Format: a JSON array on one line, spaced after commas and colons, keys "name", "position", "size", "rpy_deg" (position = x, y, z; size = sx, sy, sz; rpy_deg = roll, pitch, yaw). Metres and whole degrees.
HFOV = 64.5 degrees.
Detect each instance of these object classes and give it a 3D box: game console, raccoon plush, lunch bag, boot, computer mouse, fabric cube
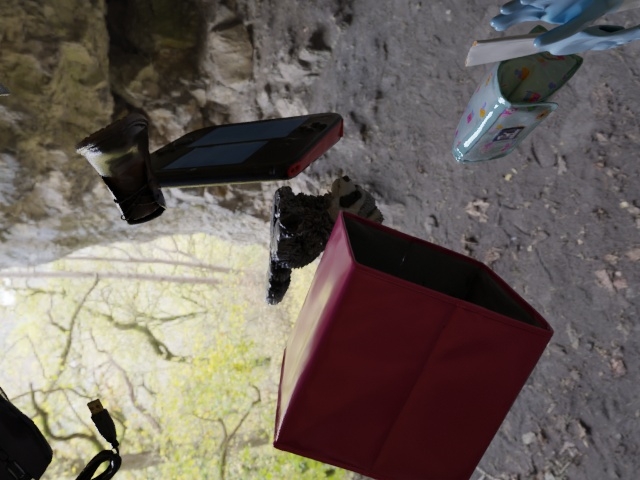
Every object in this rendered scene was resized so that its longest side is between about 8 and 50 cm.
[{"name": "game console", "position": [-0.169, -0.181, 1.008], "size": [0.387, 0.342, 0.060], "rpy_deg": [-2, 113, 22]}, {"name": "raccoon plush", "position": [0.000, 0.000, 1.513], "size": [0.446, 0.300, 0.216], "rpy_deg": [107, 160, -46]}, {"name": "lunch bag", "position": [0.411, -0.300, 1.112], "size": [0.160, 0.262, 0.223], "rpy_deg": [40, 153, 4]}, {"name": "boot", "position": [-0.209, -0.074, 0.576], "size": [0.106, 0.082, 0.219], "rpy_deg": [61, 167, -11]}, {"name": "computer mouse", "position": [-0.374, 0.253, 0.657], "size": [0.060, 0.184, 0.261], "rpy_deg": [-18, 104, 52]}, {"name": "fabric cube", "position": [0.103, 0.142, 0.701], "size": [0.254, 0.259, 0.258], "rpy_deg": [-97, 28, -74]}]

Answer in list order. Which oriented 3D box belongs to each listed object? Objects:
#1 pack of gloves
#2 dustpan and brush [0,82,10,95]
[{"name": "pack of gloves", "position": [0.301, -0.235, 0.582], "size": [0.195, 0.232, 0.046], "rpy_deg": [15, -111, -83]}, {"name": "dustpan and brush", "position": [-0.411, -0.138, 0.518], "size": [0.060, 0.147, 0.211], "rpy_deg": [66, 164, -6]}]
